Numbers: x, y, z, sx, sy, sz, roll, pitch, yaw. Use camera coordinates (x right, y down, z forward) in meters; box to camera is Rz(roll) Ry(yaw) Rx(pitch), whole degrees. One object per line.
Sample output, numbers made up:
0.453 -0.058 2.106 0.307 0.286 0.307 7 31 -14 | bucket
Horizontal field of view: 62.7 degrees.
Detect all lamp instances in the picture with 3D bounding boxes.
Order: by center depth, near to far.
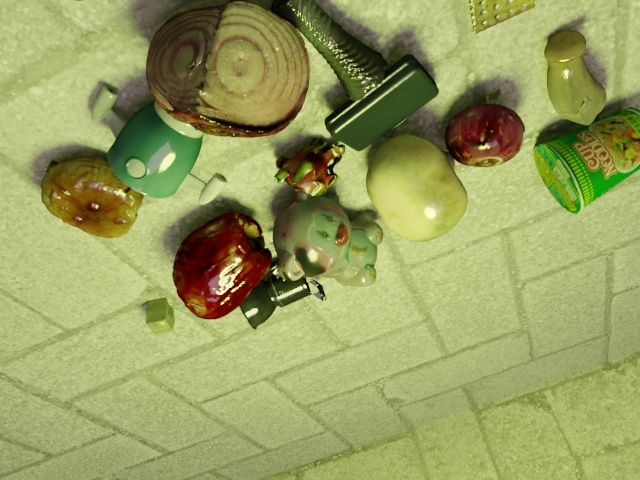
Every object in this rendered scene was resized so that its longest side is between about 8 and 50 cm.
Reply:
0.000 0.000 1.353 0.247 0.247 0.301 6 170 42 | lamp
-0.121 0.137 1.518 0.227 0.147 0.172 -26 115 2 | lamp

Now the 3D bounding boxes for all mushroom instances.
0.564 -0.349 1.174 0.108 0.096 0.247 -11 143 38 | mushroom
0.241 -0.135 1.244 0.234 0.254 0.260 -40 152 -26 | mushroom

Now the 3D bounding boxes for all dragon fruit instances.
-0.023 -0.170 1.212 0.175 0.138 0.142 -50 176 -3 | dragon fruit

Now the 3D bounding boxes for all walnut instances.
-0.240 0.063 1.348 0.269 0.222 0.244 -34 166 15 | walnut

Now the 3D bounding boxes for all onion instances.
-0.169 -0.298 0.945 0.230 0.273 0.256 10 156 51 | onion
0.375 -0.241 1.205 0.177 0.154 0.177 -13 150 -8 | onion

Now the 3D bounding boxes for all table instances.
-0.470 0.228 1.551 0.062 0.079 0.083 -11 141 0 | table

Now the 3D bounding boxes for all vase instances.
0.016 -0.380 0.991 0.115 0.116 0.237 -38 130 25 | vase

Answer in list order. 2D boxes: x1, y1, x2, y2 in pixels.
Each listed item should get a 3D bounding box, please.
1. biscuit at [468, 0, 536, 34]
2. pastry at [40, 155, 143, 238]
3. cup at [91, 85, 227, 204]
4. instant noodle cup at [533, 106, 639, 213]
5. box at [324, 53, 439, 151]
0.333 -0.516 0.983 0.139 0.016 0.231 -22 138 9 | biscuit
-0.497 -0.094 1.170 0.228 0.100 0.218 -20 139 9 | pastry
-0.315 -0.201 1.059 0.299 0.167 0.173 38 115 -12 | cup
0.688 -0.210 1.305 0.232 0.207 0.207 -30 137 6 | instant noodle cup
0.131 -0.286 1.121 0.230 0.050 0.160 -34 159 22 | box
